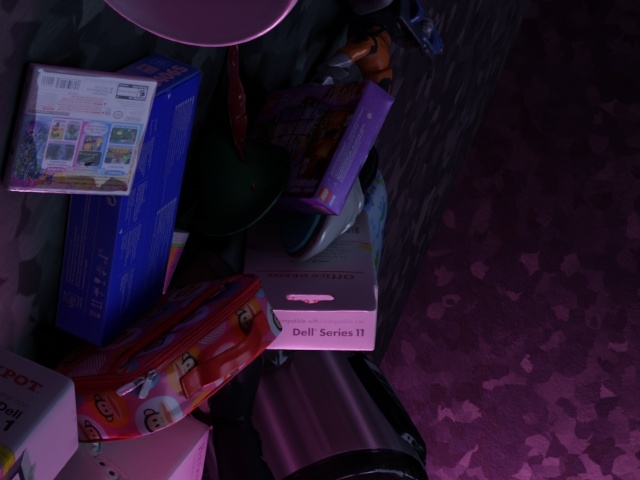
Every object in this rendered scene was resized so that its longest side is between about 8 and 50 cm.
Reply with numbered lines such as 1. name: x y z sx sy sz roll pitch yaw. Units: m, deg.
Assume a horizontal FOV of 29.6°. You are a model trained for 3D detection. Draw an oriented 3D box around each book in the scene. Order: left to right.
1. book: -0.243 0.050 1.795 0.144 0.035 0.096 -68 167 2

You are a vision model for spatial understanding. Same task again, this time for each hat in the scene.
1. hat: -0.159 -0.140 1.783 0.183 0.173 0.208 51 34 -36

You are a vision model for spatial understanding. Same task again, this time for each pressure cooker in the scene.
1. pressure cooker: -0.035 0.366 2.205 0.376 0.420 0.369 11 125 -34

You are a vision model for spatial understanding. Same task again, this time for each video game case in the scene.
1. video game case: -0.266 -0.120 1.350 0.157 0.019 0.143 1 114 -41

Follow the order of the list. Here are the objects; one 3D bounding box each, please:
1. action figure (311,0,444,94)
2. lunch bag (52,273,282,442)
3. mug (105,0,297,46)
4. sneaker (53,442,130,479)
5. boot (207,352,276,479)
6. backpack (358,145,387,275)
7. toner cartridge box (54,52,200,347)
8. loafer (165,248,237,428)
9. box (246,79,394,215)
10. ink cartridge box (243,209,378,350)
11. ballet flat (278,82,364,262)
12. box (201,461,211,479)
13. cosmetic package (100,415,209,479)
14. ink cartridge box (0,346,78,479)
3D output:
1. action figure: 0.069 -0.390 2.150 0.341 0.179 0.330 51 50 -42
2. lunch bag: -0.195 0.155 1.622 0.293 0.258 0.120 -39 111 -45
3. mug: -0.105 -0.439 1.215 0.374 0.276 0.328 60 40 -33
4. sneaker: -0.309 0.300 1.674 0.256 0.151 0.094 -46 154 -54
5. boot: -0.117 0.283 1.824 0.246 0.094 0.207 105 -26 -58
6. backpack: 0.000 0.000 2.232 0.355 0.273 0.290 -63 177 31
7. toner cartridge box: -0.248 -0.050 1.549 0.165 0.075 0.347 -46 153 -58
8. loafer: -0.207 0.177 1.965 0.130 0.134 0.365 -32 138 -32
9. box: -0.029 -0.141 1.868 0.057 0.293 0.200 33 74 -30
10. ink cartridge box: -0.018 0.072 1.907 0.353 0.207 0.119 -91 -178 -65
11. ballet flat: 0.012 -0.103 1.963 0.400 0.139 0.139 -94 -172 -46
12. box: -0.170 0.445 2.521 0.242 0.077 0.307 -65 165 -13
13. cosmetic package: -0.344 0.447 1.743 0.453 0.162 0.230 -51 157 -51
14. ink cartridge box: -0.393 0.220 1.166 0.278 0.201 0.117 -54 160 -44
